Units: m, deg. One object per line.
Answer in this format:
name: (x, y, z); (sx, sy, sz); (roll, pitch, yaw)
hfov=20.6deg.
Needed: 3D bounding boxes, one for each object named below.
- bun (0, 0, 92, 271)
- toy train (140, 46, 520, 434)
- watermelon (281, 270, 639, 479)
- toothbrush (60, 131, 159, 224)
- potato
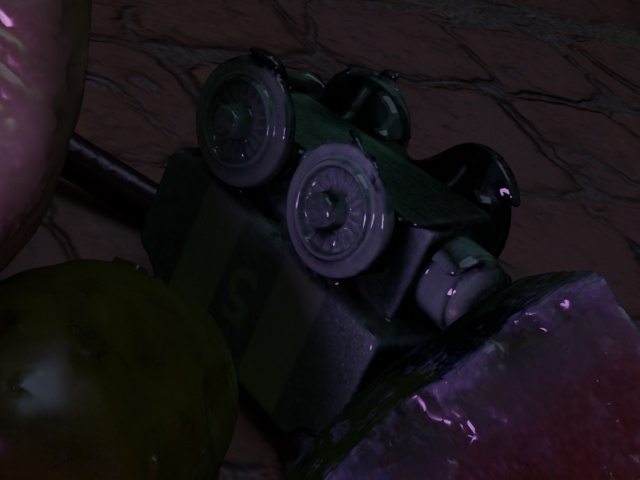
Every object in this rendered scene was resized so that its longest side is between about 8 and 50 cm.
bun: (-0.312, -0.103, 1.056); (0.349, 0.352, 0.227); (33, -10, -2)
toy train: (0.000, 0.000, 1.275); (0.167, 0.238, 0.299); (0, 33, -43)
watermelon: (0.102, 0.157, 1.031); (0.302, 0.264, 0.151); (42, -10, 28)
toothbrush: (-0.276, -0.114, 1.411); (0.364, 0.041, 0.041); (32, 25, -7)
potato: (-0.146, 0.103, 1.070); (0.253, 0.148, 0.186); (-6, 66, -57)
